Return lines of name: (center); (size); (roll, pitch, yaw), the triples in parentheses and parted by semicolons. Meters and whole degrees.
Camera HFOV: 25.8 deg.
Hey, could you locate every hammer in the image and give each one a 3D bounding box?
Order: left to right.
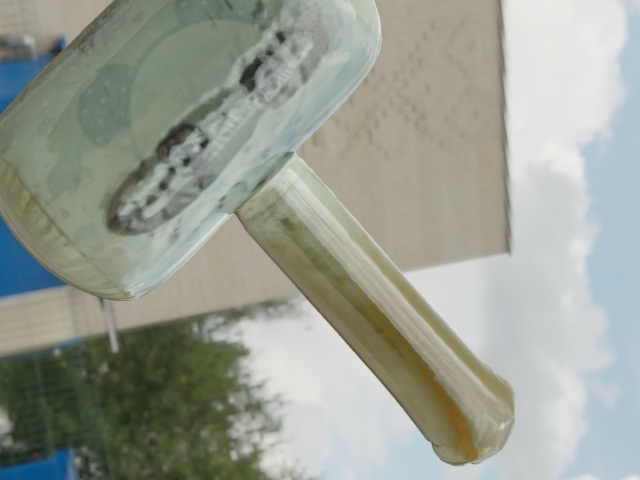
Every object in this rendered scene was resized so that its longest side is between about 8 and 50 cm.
hammer: (0.000, 0.000, 0.686); (0.305, 0.202, 0.113); (46, 0, -20)
